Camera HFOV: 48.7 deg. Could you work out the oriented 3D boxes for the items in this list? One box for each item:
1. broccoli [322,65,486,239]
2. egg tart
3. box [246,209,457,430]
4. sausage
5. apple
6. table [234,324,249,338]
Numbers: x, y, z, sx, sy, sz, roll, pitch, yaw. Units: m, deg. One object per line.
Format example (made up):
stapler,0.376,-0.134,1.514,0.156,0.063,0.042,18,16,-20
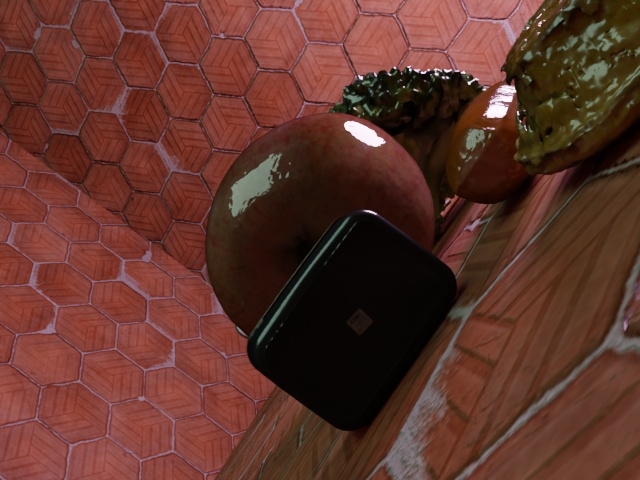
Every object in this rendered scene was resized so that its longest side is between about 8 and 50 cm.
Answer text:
broccoli,0.146,-0.133,1.224,0.347,0.294,0.280,100,165,-61
egg tart,0.224,-0.160,0.558,0.241,0.106,0.241,-53,3,3
box,0.031,0.077,0.707,0.201,0.144,0.090,-53,1,-7
sausage,0.206,-0.120,0.821,0.105,0.105,0.274,-55,-2,30
apple,0.000,0.000,0.974,0.344,0.345,0.269,-54,16,11
table,-0.044,0.164,1.297,0.166,0.198,0.166,-53,-2,-3
